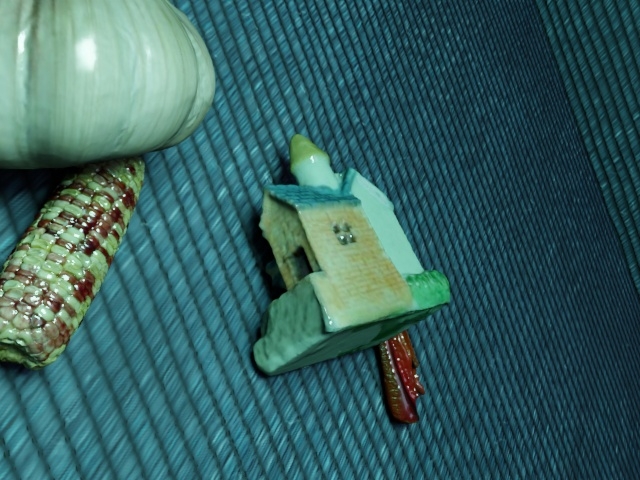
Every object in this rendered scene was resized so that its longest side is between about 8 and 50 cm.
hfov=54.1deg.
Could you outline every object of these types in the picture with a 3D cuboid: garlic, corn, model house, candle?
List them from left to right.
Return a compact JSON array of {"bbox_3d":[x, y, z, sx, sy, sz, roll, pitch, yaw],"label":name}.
[{"bbox_3d":[-0.261,-0.188,0.632,0.322,0.241,0.321,13,50,-16],"label":"garlic"},{"bbox_3d":[-0.272,0.000,0.685,0.098,0.098,0.289,39,48,-31],"label":"corn"},{"bbox_3d":[0.000,0.000,0.933,0.267,0.194,0.324,-6,67,-43],"label":"model house"},{"bbox_3d":[0.114,0.162,1.057,0.084,0.059,0.301,-14,87,-57],"label":"candle"}]
